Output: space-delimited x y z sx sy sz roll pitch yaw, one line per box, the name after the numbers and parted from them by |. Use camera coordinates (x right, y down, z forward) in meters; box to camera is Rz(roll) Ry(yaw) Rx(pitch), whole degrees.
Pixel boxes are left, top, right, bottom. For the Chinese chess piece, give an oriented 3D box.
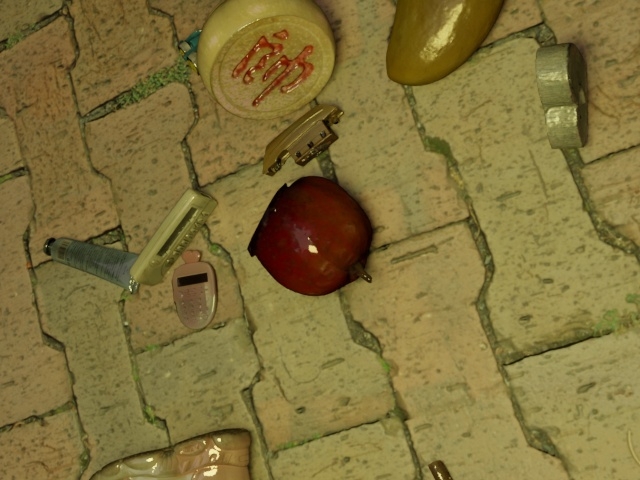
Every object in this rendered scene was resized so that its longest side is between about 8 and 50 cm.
-0.104 -0.359 1.742 0.270 0.270 0.112 -36 50 15 | Chinese chess piece

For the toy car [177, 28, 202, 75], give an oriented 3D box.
-0.228 -0.389 1.915 0.126 0.098 0.161 -36 35 -13 | toy car

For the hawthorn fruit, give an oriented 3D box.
0.000 0.000 1.668 0.250 0.215 0.215 35 96 27 | hawthorn fruit

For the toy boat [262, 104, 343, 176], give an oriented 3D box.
-0.035 -0.193 1.799 0.200 0.057 0.077 -37 74 14 | toy boat

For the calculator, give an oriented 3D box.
-0.258 0.100 1.864 0.103 0.024 0.165 -10 79 23 | calculator

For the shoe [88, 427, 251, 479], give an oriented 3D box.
-0.280 0.489 1.722 0.351 0.172 0.198 -22 75 21 | shoe

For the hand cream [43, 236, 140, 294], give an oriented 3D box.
-0.491 0.044 1.965 0.256 0.055 0.088 14 80 23 | hand cream

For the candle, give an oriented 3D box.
0.421 -0.262 1.561 0.068 0.192 0.168 -3 36 25 | candle

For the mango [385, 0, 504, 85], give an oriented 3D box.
0.241 -0.442 1.679 0.195 0.142 0.331 18 96 30 | mango

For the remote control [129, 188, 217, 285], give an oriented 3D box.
-0.308 -0.008 1.870 0.049 0.090 0.230 43 100 29 | remote control

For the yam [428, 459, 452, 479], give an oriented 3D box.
0.232 0.451 1.573 0.032 0.032 0.145 -35 68 15 | yam
